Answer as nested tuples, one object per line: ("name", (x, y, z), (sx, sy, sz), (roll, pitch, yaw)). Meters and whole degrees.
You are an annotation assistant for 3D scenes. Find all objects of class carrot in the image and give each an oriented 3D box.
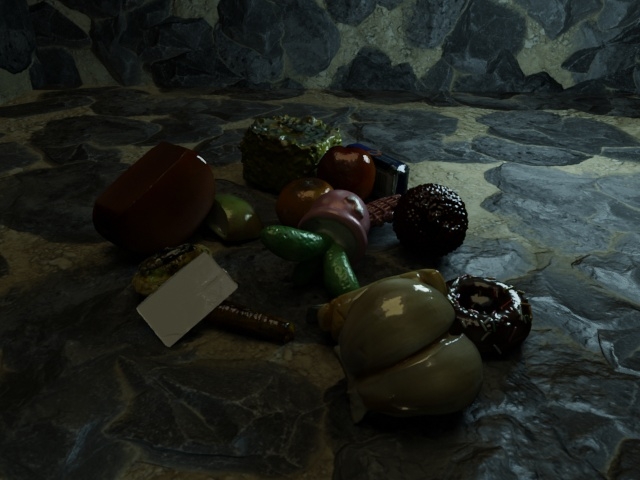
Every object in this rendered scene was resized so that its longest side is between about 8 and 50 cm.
("carrot", (-0.189, 0.200, 1.364), (0.260, 0.070, 0.070), (13, 32, 18))

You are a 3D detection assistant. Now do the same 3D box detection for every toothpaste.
("toothpaste", (0.069, 0.179, 1.411), (0.218, 0.064, 0.041), (-4, 44, -15))

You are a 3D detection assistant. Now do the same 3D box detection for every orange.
("orange", (-0.045, -0.122, 1.833), (0.224, 0.170, 0.224), (2, 29, -1))

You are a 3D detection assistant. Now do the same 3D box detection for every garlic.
("garlic", (0.193, 0.232, 1.133), (0.313, 0.249, 0.286), (-13, 59, -15))

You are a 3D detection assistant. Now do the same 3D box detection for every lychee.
("lychee", (0.337, -0.060, 1.677), (0.235, 0.236, 0.271), (8, 5, 14))

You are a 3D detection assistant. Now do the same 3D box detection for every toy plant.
("toy plant", (0.004, -0.005, 1.556), (0.317, 0.210, 0.356), (40, 43, -11))

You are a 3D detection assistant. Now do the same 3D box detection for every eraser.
("eraser", (0.209, -0.256, 2.095), (0.101, 0.155, 0.332), (-13, 30, -29))

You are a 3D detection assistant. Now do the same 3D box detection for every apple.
("apple", (-0.296, -0.095, 1.848), (0.193, 0.120, 0.265), (-9, 31, -38))

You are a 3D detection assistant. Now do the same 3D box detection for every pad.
("pad", (-0.337, 0.143, 1.383), (0.232, 0.004, 0.156), (-42, 62, -14))

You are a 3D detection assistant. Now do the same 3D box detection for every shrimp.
("shrimp", (-0.430, 0.039, 1.516), (0.161, 0.034, 0.091), (-24, 27, -11))

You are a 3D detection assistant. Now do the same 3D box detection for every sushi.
("sushi", (-0.118, -0.353, 2.184), (0.396, 0.240, 0.351), (19, 33, 25))

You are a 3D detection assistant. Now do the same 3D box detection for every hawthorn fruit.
("hawthorn fruit", (0.091, -0.212, 1.961), (0.224, 0.224, 0.261), (-1, 74, 0))

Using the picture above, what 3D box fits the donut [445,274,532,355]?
("donut", (0.395, 0.177, 1.364), (0.269, 0.103, 0.270), (-1, 30, 1))

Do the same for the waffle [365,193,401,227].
("waffle", (0.195, -0.098, 1.849), (0.221, 0.055, 0.234), (-8, 18, 38))

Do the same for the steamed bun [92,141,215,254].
("steamed bun", (-0.505, -0.113, 1.727), (0.235, 0.248, 0.379), (20, 62, 40))

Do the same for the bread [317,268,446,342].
("bread", (0.147, 0.163, 1.302), (0.311, 0.121, 0.173), (-20, -14, 4))

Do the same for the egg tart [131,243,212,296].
("egg tart", (-0.401, 0.099, 1.519), (0.231, 0.098, 0.252), (-21, 30, -16))
